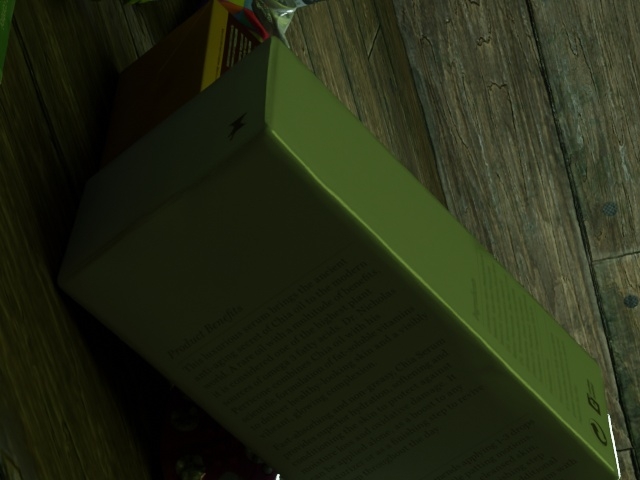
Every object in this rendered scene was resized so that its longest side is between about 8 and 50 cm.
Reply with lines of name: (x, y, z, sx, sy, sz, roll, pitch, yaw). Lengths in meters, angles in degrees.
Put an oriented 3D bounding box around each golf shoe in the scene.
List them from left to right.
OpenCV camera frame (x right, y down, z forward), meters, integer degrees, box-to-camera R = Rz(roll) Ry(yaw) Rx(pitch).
golf shoe: (-0.085, 0.250, 1.396, 0.140, 0.115, 0.306, 106, -20, -54)

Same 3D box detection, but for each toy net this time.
toy net: (-0.073, -0.305, 1.663, 0.232, 0.045, 0.122, 59, -12, -24)

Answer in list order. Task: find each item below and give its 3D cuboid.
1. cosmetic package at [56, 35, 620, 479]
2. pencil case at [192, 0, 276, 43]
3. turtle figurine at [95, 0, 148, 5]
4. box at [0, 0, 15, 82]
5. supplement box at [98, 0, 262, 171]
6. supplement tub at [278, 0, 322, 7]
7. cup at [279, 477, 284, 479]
cosmetic package: (0.025, 0.075, 1.341, 0.453, 0.230, 0.161, 44, 25, -24)
pencil case: (-0.105, -0.246, 1.810, 0.236, 0.104, 0.104, -79, 154, -59)
turtle figurine: (-0.189, -0.326, 1.425, 0.269, 0.087, 0.217, -7, 81, -72)
box: (-0.289, -0.287, 1.054, 0.232, 0.058, 0.322, -91, 163, -45)
supplement box: (-0.084, -0.078, 1.461, 0.194, 0.129, 0.191, 41, 29, -27)
supplement tub: (0.025, -0.414, 1.997, 0.207, 0.338, 0.207, -13, 90, -78)
cup: (0.012, 0.114, 1.620, 0.331, 0.237, 0.331, -13, 90, -79)
